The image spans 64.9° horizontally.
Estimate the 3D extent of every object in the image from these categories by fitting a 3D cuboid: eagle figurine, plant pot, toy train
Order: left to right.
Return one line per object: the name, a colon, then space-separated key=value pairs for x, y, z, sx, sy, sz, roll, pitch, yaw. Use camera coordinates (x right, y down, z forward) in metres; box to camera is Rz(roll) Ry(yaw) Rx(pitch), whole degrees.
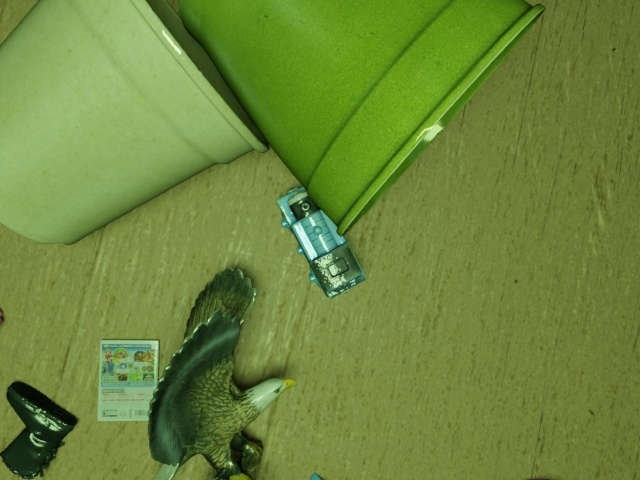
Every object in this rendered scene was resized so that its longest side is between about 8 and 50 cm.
plant pot: x=-0.287 y=-0.164 z=0.657 sx=0.305 sy=0.334 sz=0.334 roll=-36 pitch=92 yaw=6
eagle figurine: x=-0.144 y=0.211 z=0.693 sx=0.225 sy=0.226 sz=0.299 roll=-32 pitch=111 yaw=-41
toy train: x=0.000 y=0.000 z=0.762 sx=0.080 sy=0.105 sz=0.184 roll=-27 pitch=91 yaw=-6
plant pot: x=0.020 y=-0.256 z=0.664 sx=0.353 sy=0.366 sz=0.366 roll=42 pitch=84 yaw=4

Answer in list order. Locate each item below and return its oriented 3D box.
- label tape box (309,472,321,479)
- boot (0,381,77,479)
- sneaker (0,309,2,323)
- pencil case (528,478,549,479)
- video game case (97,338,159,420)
label tape box: x=0.010 y=0.505 z=0.643 sx=0.241 sy=0.333 sz=0.106 roll=-57 pitch=138 yaw=-5
boot: x=-0.433 y=0.281 z=0.740 sx=0.121 sy=0.045 sz=0.099 roll=37 pitch=87 yaw=-5
sneaker: x=-0.581 y=0.060 z=0.702 sx=0.111 sy=0.103 sz=0.252 roll=-41 pitch=92 yaw=-7
pencil case: x=0.352 y=0.506 z=0.787 sx=0.104 sy=0.104 sz=0.237 roll=6 pitch=86 yaw=-6
video game case: x=-0.294 y=0.214 z=0.772 sx=0.087 sy=0.011 sz=0.122 roll=2 pitch=88 yaw=-5
